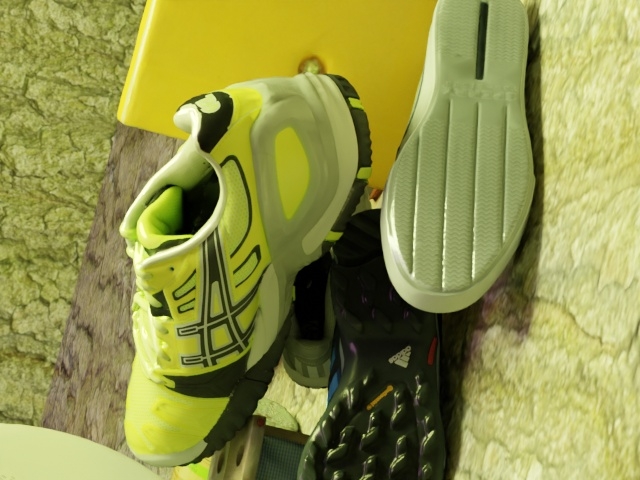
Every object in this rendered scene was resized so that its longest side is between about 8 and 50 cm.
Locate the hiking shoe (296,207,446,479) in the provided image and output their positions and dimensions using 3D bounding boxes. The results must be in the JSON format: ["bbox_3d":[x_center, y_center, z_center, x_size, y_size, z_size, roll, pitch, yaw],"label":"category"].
[{"bbox_3d":[0.055,0.131,1.531,0.132,0.113,0.304,43,-125,-76],"label":"hiking shoe"}]

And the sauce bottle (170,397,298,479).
[{"bbox_3d":[-0.120,0.321,1.962,0.111,0.111,0.344,-114,39,-68],"label":"sauce bottle"}]

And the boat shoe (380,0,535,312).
[{"bbox_3d":[0.111,-0.062,1.486,0.094,0.109,0.302,94,-172,-55],"label":"boat shoe"}]

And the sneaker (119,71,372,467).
[{"bbox_3d":[-0.098,0.022,1.532,0.145,0.147,0.384,59,136,44],"label":"sneaker"}]

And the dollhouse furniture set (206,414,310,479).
[{"bbox_3d":[-0.028,0.254,1.621,0.129,0.129,0.183,146,137,-69],"label":"dollhouse furniture set"}]

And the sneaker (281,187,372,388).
[{"bbox_3d":[0.000,0.000,1.635,0.132,0.086,0.228,77,-170,-68],"label":"sneaker"}]

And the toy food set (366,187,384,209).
[{"bbox_3d":[-0.004,-0.125,1.849,0.219,0.092,0.306,-67,33,34],"label":"toy food set"}]

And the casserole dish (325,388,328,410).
[{"bbox_3d":[0.042,0.091,1.700,0.114,0.037,0.188,158,126,-72],"label":"casserole dish"}]

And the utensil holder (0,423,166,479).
[{"bbox_3d":[-0.269,0.395,1.615,0.327,0.328,0.385,-102,34,-60],"label":"utensil holder"}]

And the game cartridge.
[{"bbox_3d":[0.009,-0.217,1.604,0.053,0.285,0.323,-141,66,-74],"label":"game cartridge"}]
